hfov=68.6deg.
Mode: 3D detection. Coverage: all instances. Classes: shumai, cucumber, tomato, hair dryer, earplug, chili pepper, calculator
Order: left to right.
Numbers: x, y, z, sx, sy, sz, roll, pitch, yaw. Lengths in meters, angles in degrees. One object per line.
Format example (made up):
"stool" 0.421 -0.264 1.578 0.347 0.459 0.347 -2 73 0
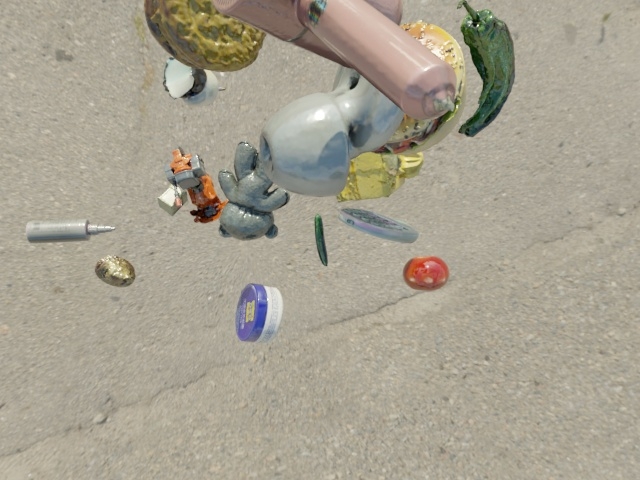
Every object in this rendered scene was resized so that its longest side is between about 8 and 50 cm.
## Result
"shumai" -0.766 0.123 1.735 0.123 0.105 0.139 -44 98 8
"cucumber" 0.000 0.000 1.619 0.036 0.033 0.184 -10 96 -22
"earplug" 0.030 -0.219 0.821 0.175 0.214 0.325 36 96 -33
"hair dryer" 0.040 -0.217 0.492 0.210 0.352 0.125 6 129 -41
"calculator" 0.164 -0.040 1.277 0.186 0.299 0.041 28 104 34
"tomato" 0.424 0.129 1.888 0.195 0.195 0.136 -1 91 -9
"chili pepper" 0.278 -0.311 0.811 0.122 0.065 0.278 -45 139 -12

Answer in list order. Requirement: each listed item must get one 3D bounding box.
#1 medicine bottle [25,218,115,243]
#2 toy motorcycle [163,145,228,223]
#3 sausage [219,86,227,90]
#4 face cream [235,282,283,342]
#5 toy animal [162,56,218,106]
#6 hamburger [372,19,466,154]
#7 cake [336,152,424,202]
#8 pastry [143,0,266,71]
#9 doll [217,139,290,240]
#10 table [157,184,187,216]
"medicine bottle" -0.623 -0.025 1.182 0.199 0.058 0.057 -4 90 -13
"toy motorcycle" -0.428 -0.181 1.642 0.148 0.325 0.221 -19 70 2
"sausage" -0.389 -0.547 1.703 0.100 0.015 0.015 -15 92 -24
"face cream" -0.214 0.257 1.654 0.111 0.206 0.205 10 88 -28
"toy animal" -0.433 -0.521 1.587 0.138 0.179 0.165 4 85 28
"hamburger" 0.181 -0.330 1.036 0.300 0.176 0.300 -8 75 30
"cake" 0.193 -0.273 1.629 0.286 0.227 0.222 -4 110 31
"pastry" -0.218 -0.464 0.948 0.240 0.132 0.235 18 100 -42
"doll" -0.215 -0.156 1.535 0.246 0.158 0.340 11 109 5
"table" -0.519 -0.146 1.650 0.062 0.079 0.083 36 65 3
